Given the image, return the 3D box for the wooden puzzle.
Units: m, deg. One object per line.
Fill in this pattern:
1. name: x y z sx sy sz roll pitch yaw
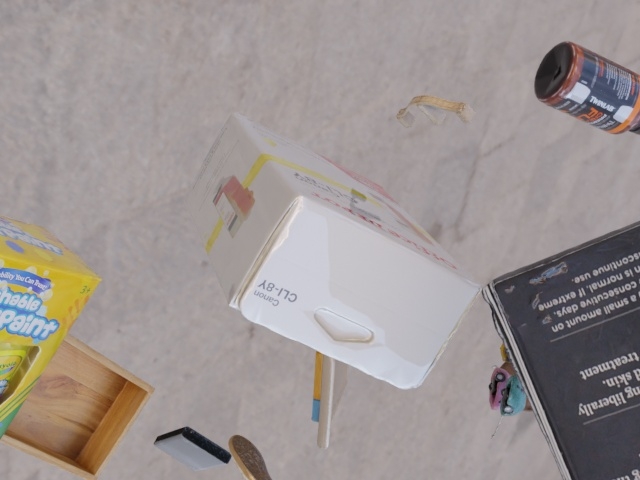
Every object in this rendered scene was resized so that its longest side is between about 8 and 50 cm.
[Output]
1. wooden puzzle: 0.022 0.230 1.830 0.239 0.044 0.221 -68 164 -60

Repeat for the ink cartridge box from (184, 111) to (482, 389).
1. ink cartridge box: 0.000 0.000 1.300 0.279 0.385 0.160 26 102 -24

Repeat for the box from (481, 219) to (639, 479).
1. box: 0.436 0.198 0.990 0.297 0.472 0.480 -24 171 23

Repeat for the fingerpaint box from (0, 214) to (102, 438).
1. fingerpaint box: -0.550 0.124 1.236 0.371 0.163 0.445 -57 150 4

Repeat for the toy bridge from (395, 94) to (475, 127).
1. toy bridge: 0.201 -0.237 1.799 0.063 0.188 0.026 40 71 -28

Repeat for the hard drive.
1. hard drive: -0.215 0.349 1.655 0.135 0.094 0.022 -31 -153 56

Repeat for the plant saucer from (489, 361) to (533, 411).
1. plant saucer: 0.365 0.215 1.567 0.198 0.036 0.199 -14 139 -13

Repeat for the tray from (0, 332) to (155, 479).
1. tray: -0.464 0.256 1.675 0.203 0.076 0.411 -58 146 -12

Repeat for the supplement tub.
1. supplement tub: 0.445 -0.234 1.568 0.197 0.106 0.106 20 100 -20

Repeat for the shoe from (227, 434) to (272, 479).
1. shoe: -0.146 0.535 2.209 0.058 0.219 0.076 -37 176 29

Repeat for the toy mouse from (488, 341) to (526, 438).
1. toy mouse: 0.258 0.202 1.349 0.161 0.031 0.143 116 -15 -78
